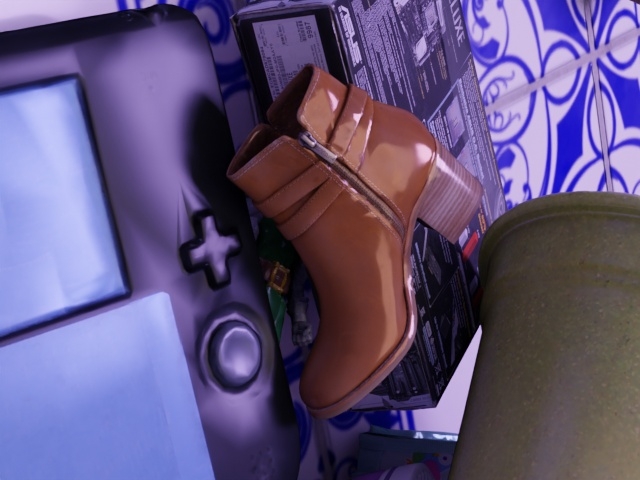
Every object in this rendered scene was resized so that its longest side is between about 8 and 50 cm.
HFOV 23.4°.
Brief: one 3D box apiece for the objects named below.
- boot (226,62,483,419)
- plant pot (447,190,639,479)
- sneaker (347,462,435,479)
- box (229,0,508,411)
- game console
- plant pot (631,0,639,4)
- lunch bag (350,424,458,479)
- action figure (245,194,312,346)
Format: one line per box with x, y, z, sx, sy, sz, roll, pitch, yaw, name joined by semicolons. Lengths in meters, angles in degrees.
0.000;0.000;0.974;0.152;0.073;0.197;33;79;-30;boot
0.198;0.148;1.058;0.276;0.276;0.254;53;51;-39;plant pot
-0.017;0.233;1.021;0.282;0.161;0.102;-27;107;-75;sneaker
0.054;-0.067;1.138;0.242;0.077;0.307;-53;133;-55;box
-0.179;0.060;0.859;0.386;0.060;0.342;-19;104;-43;game console
0.354;-0.343;1.438;0.229;0.263;0.263;-47;129;-19;plant pot
0.139;0.266;1.243;0.262;0.160;0.223;6;87;-19;lunch bag
-0.048;0.050;1.076;0.137;0.063;0.232;36;61;-44;action figure
